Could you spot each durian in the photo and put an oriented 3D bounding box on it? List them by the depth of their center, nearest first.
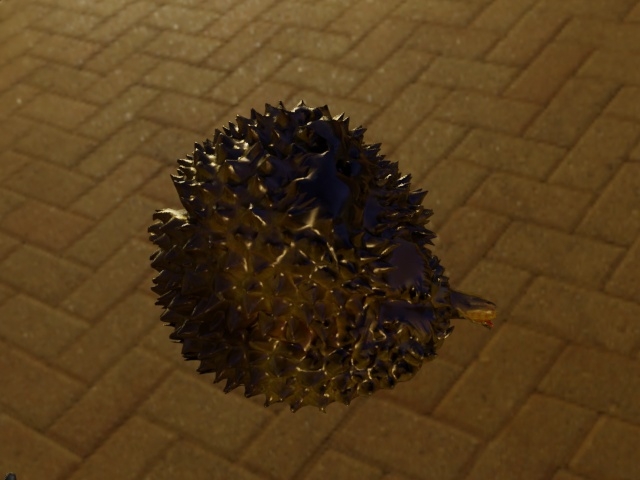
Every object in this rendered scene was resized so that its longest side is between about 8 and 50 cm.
[{"bbox_3d":[0.000,0.000,0.683,0.237,0.138,0.193,10,48,8],"label":"durian"}]

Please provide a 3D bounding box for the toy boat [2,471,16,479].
[{"bbox_3d":[-0.113,0.215,0.282,0.114,0.122,0.296,-21,53,12],"label":"toy boat"}]
